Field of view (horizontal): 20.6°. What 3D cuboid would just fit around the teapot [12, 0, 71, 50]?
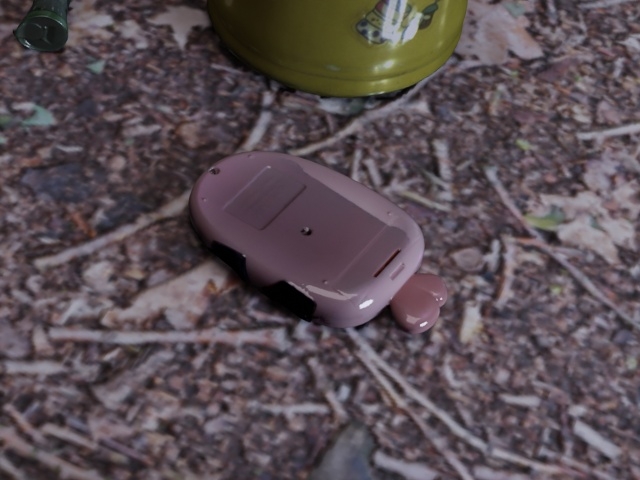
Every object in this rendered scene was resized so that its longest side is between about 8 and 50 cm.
[{"bbox_3d":[-0.169,-0.166,1.129,0.043,0.042,0.110,9,51,-3],"label":"teapot"}]

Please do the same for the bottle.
[{"bbox_3d":[0.034,-0.263,1.041,0.172,0.351,0.171,6,47,-7],"label":"bottle"}]

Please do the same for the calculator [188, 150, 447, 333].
[{"bbox_3d":[0.000,0.000,1.015,0.166,0.024,0.103,29,49,17],"label":"calculator"}]
